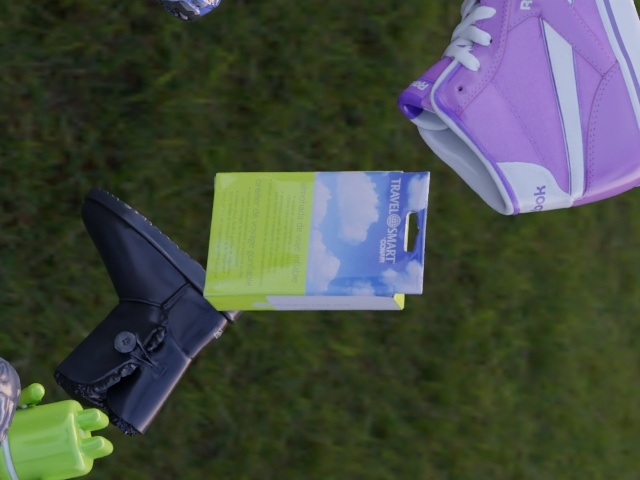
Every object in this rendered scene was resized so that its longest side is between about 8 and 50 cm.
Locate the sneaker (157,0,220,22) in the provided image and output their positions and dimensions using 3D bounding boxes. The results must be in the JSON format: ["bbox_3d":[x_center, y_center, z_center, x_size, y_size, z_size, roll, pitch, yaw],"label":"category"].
[{"bbox_3d":[-0.050,-0.216,0.936,0.083,0.087,0.221,32,62,-53],"label":"sneaker"}]

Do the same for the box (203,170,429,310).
[{"bbox_3d":[0.000,0.000,1.475,0.042,0.178,0.109,55,37,-67],"label":"box"}]

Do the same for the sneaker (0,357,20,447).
[{"bbox_3d":[-0.265,0.133,0.857,0.283,0.110,0.122,-39,99,10],"label":"sneaker"}]

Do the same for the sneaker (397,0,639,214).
[{"bbox_3d":[0.115,-0.153,1.209,0.161,0.102,0.282,-16,75,-9],"label":"sneaker"}]

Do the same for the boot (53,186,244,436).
[{"bbox_3d":[-0.236,0.081,2.100,0.207,0.246,0.094,-48,164,-10],"label":"boot"}]

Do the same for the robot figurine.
[{"bbox_3d":[-0.239,0.175,1.583,0.067,0.115,0.101,60,19,-76],"label":"robot figurine"}]
